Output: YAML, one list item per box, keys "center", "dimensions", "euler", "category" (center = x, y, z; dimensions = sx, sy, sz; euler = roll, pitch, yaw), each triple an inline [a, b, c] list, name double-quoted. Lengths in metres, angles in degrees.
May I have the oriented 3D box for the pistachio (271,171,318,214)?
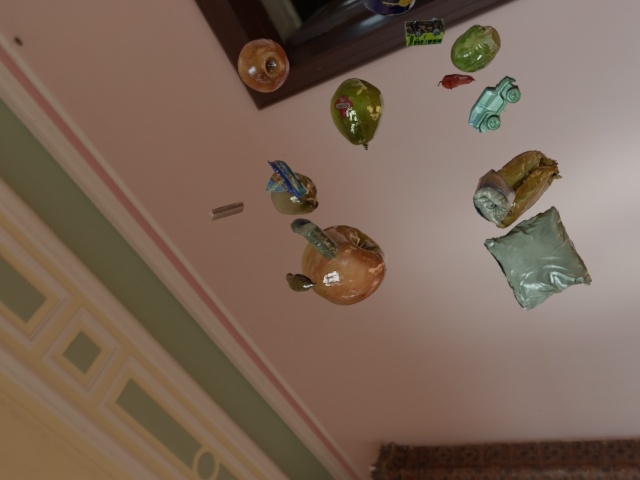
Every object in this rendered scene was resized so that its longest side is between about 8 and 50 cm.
- center: [-0.133, -0.207, 2.346]
  dimensions: [0.163, 0.260, 0.213]
  euler: [-43, -69, -45]
  category: "pistachio"

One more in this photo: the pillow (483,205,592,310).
- center: [0.779, 0.073, 1.875]
  dimensions: [0.138, 0.283, 0.310]
  euler: [-8, -108, -64]
  category: "pillow"

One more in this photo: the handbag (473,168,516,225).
- center: [0.503, -0.126, 1.499]
  dimensions: [0.117, 0.095, 0.173]
  euler: [43, -141, -2]
  category: "handbag"

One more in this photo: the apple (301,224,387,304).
- center: [0.105, 0.121, 2.461]
  dimensions: [0.391, 0.347, 0.391]
  euler: [32, -159, -14]
  category: "apple"

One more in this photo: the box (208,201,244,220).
- center: [-0.303, -0.096, 1.676]
  dimensions: [0.115, 0.048, 0.025]
  euler: [-19, -108, -26]
  category: "box"

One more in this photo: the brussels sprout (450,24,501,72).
- center: [0.478, -0.584, 1.600]
  dimensions: [0.155, 0.155, 0.118]
  euler: [-7, -94, -61]
  category: "brussels sprout"

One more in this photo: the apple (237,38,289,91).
- center: [-0.215, -0.665, 1.983]
  dimensions: [0.201, 0.201, 0.162]
  euler: [60, 174, -27]
  category: "apple"

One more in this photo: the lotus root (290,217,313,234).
- center: [-0.077, -0.067, 2.544]
  dimensions: [0.088, 0.165, 0.088]
  euler: [-21, -63, -50]
  category: "lotus root"

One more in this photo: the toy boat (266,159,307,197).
- center: [-0.132, -0.191, 1.681]
  dimensions: [0.175, 0.110, 0.091]
  euler: [53, -174, 20]
  category: "toy boat"

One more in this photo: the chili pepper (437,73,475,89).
- center: [0.547, -0.655, 2.133]
  dimensions: [0.050, 0.268, 0.059]
  euler: [18, -81, -20]
  category: "chili pepper"

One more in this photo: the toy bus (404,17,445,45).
- center: [0.467, -0.940, 2.359]
  dimensions: [0.101, 0.174, 0.088]
  euler: [83, -177, -69]
  category: "toy bus"

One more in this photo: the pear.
- center: [0.197, -0.656, 2.728]
  dimensions: [0.287, 0.287, 0.376]
  euler: [-34, -68, -60]
  category: "pear"

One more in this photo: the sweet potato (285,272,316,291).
- center: [-0.098, 0.166, 2.086]
  dimensions: [0.074, 0.269, 0.075]
  euler: [-2, -85, -25]
  category: "sweet potato"

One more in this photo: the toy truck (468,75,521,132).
- center: [0.835, -0.653, 2.497]
  dimensions: [0.156, 0.279, 0.155]
  euler: [32, -151, 2]
  category: "toy truck"

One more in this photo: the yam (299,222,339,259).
- center: [0.000, 0.000, 2.071]
  dimensions: [0.179, 0.078, 0.078]
  euler: [44, -140, -27]
  category: "yam"

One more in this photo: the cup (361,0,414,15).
- center: [0.236, -0.735, 1.352]
  dimensions: [0.256, 0.254, 0.179]
  euler: [99, 174, -63]
  category: "cup"

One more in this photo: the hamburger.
- center: [0.695, -0.179, 1.837]
  dimensions: [0.158, 0.318, 0.318]
  euler: [52, -158, 20]
  category: "hamburger"
